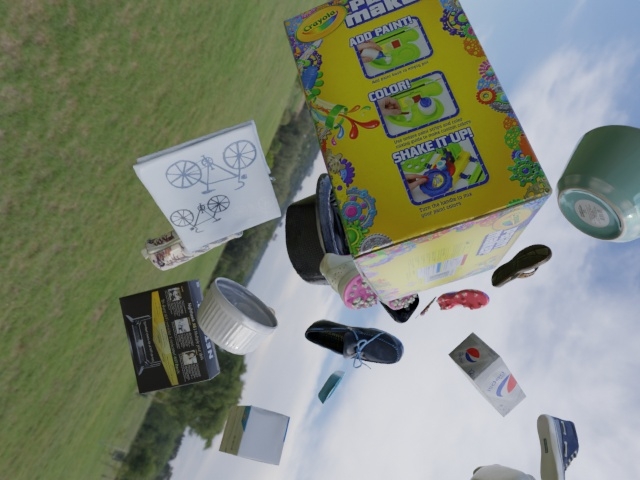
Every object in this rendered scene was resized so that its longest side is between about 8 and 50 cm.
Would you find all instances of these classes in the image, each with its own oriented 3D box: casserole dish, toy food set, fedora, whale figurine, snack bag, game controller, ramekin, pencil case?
[{"bbox_3d":[0.038,0.505,1.450,0.114,0.037,0.188,-57,165,-2],"label":"casserole dish"},{"bbox_3d":[0.463,0.296,1.805,0.122,0.019,0.078,-54,162,21],"label":"toy food set"},{"bbox_3d":[0.000,0.000,1.088,0.152,0.334,0.334,-12,-146,19],"label":"fedora"},{"bbox_3d":[0.515,0.730,1.193,0.272,0.216,0.141,55,23,-72],"label":"whale figurine"},{"bbox_3d":[-0.286,-0.137,1.160,0.343,0.323,0.037,74,-9,-46],"label":"snack bag"},{"bbox_3d":[0.267,0.166,1.630,0.166,0.319,0.067,-42,-169,-25],"label":"game controller"},{"bbox_3d":[-0.223,0.202,1.087,0.109,0.207,0.207,-52,-169,4],"label":"ramekin"},{"bbox_3d":[-0.557,-0.010,1.810,0.410,0.160,0.183,-24,161,5],"label":"pencil case"}]

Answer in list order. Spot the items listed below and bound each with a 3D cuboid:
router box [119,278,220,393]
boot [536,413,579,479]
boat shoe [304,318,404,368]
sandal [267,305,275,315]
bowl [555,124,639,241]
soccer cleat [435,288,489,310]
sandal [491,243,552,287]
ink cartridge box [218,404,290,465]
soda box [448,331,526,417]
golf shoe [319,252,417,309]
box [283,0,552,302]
[{"bbox_3d":[-0.471,0.296,1.298,0.081,0.242,0.309,1,76,-80],"label":"router box"},{"bbox_3d":[0.589,0.528,1.010,0.069,0.086,0.190,110,-8,-61],"label":"boot"},{"bbox_3d":[0.077,0.271,1.052,0.089,0.258,0.109,-11,101,-61],"label":"boat shoe"},{"bbox_3d":[-0.275,0.269,1.565,0.079,0.240,0.088,5,-97,64],"label":"sandal"},{"bbox_3d":[0.732,-0.116,1.048,0.163,0.311,0.311,-40,-172,-7],"label":"bowl"},{"bbox_3d":[0.550,0.218,1.588,0.095,0.083,0.248,-27,179,-31],"label":"soccer cleat"},{"bbox_3d":[0.611,0.086,1.256,0.219,0.060,0.090,-53,-168,44],"label":"sandal"},{"bbox_3d":[-0.252,0.728,1.566,0.232,0.168,0.171,-33,-142,55],"label":"ink cartridge box"},{"bbox_3d":[0.447,0.362,1.102,0.091,0.286,0.098,-43,-142,0],"label":"soda box"},{"bbox_3d":[0.123,0.079,0.935,0.140,0.306,0.115,35,-76,39],"label":"golf shoe"},{"bbox_3d":[0.104,-0.097,0.519,0.290,0.177,0.279,49,24,-70],"label":"box"}]
